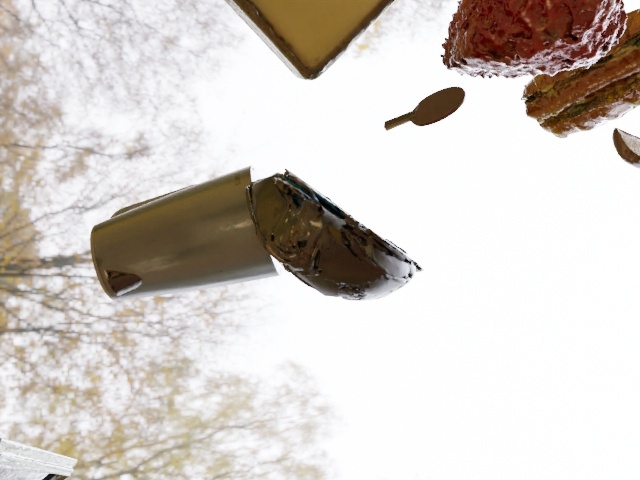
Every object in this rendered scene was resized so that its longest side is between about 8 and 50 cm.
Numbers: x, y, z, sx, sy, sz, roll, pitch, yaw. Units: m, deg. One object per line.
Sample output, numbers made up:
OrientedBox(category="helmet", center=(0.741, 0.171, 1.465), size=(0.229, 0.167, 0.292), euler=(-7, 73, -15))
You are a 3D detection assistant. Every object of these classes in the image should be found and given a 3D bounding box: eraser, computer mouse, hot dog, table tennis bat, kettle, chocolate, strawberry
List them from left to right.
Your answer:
OrientedBox(category="kettle", center=(-0.192, -0.016, 1.208), size=(0.243, 0.160, 0.211), euler=(-14, -141, 4))
OrientedBox(category="eraser", center=(-0.030, -0.231, 0.706), size=(0.117, 0.172, 0.058), euler=(-47, -161, -5))
OrientedBox(category="computer mouse", center=(0.000, 0.000, 0.772), size=(0.077, 0.146, 0.241), euler=(-53, -151, 3))
OrientedBox(category="table tennis bat", center=(0.182, -0.225, 1.484), size=(0.158, 0.014, 0.095), euler=(-18, -143, 29))
OrientedBox(category="strawberry", center=(0.184, -0.207, 0.744), size=(0.192, 0.085, 0.140), euler=(9, -69, 31))
OrientedBox(category="hot dog", center=(0.341, -0.199, 0.981), size=(0.115, 0.072, 0.269), euler=(49, -35, -6))
OrientedBox(category="chocolate", center=(0.441, -0.117, 1.170), size=(0.031, 0.100, 0.065), euler=(-52, -143, 36))

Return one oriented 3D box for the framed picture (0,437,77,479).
OrientedBox(category="framed picture", center=(-0.340, 0.262, 0.754), size=(0.232, 0.296, 0.019), euler=(-35, -102, -13))
